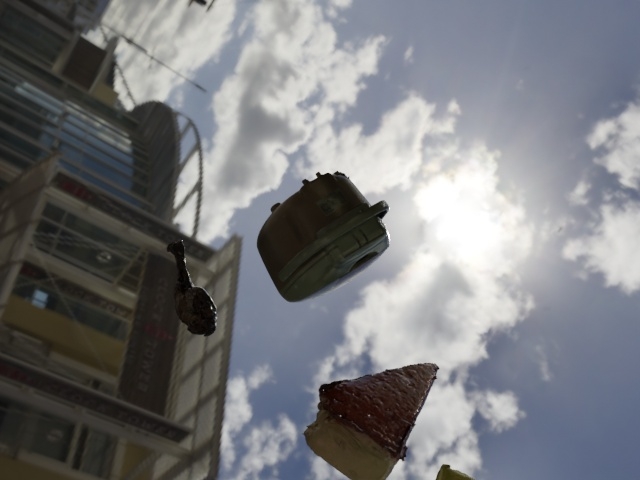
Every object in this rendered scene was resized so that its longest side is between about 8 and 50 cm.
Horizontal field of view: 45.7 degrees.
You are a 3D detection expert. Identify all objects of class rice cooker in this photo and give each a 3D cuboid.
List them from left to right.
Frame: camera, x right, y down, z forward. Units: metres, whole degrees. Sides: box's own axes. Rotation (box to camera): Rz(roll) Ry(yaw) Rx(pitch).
[{"bbox_3d":[0.000,0.000,0.930,0.145,0.127,0.206,-31,169,-25],"label":"rice cooker"}]

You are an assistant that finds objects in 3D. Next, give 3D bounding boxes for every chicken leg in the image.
[{"bbox_3d":[-0.258,0.102,1.499,0.253,0.051,0.105,55,-42,43],"label":"chicken leg"}]

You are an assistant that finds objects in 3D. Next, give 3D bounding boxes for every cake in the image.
[{"bbox_3d":[0.058,0.195,0.898,0.086,0.117,0.220,-64,171,24],"label":"cake"}]

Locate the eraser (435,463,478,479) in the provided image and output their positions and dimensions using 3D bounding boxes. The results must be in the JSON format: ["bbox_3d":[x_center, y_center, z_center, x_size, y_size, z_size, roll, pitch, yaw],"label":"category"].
[{"bbox_3d":[0.065,0.282,0.509,0.226,0.069,0.157,-53,163,-52],"label":"eraser"}]
